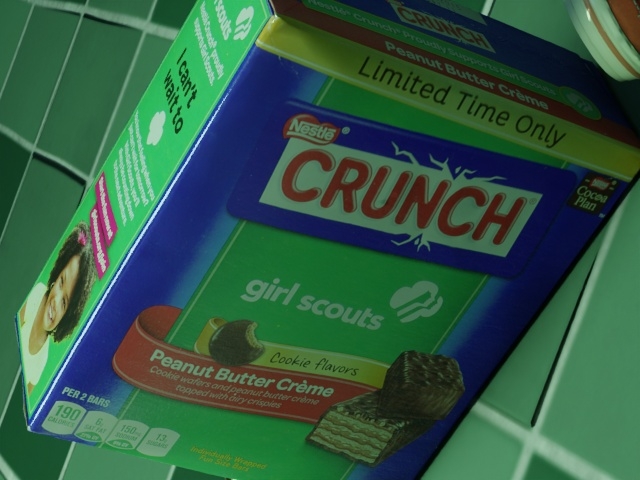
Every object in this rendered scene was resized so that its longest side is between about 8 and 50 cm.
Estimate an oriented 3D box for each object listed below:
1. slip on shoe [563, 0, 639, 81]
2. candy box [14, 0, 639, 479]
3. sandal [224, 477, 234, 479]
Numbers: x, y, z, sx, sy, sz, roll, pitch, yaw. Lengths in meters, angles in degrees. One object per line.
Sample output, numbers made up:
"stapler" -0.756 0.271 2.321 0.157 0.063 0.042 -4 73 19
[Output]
"slip on shoe" 0.193 -0.242 1.087 0.101 0.123 0.331 -25 47 27
"candy box" 0.000 0.000 1.100 0.317 0.268 0.122 -58 31 26
"sandal" -0.056 0.179 1.344 0.180 0.049 0.072 -61 27 21
